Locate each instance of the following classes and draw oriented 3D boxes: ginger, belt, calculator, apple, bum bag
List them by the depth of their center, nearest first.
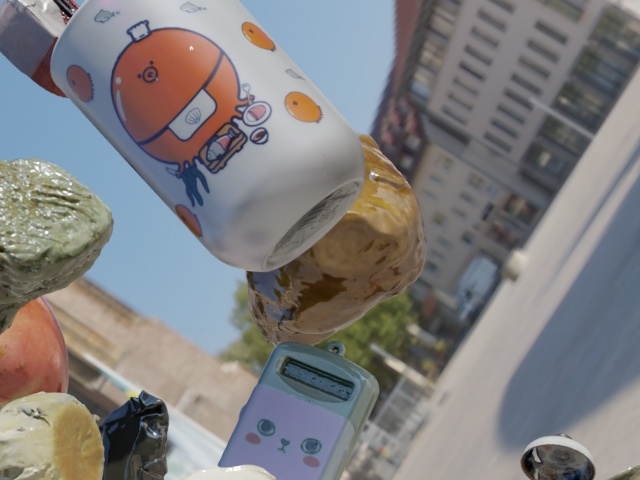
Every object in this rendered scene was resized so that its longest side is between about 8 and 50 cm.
[{"bbox_3d":[-0.030,0.225,1.443,0.246,0.141,0.045,-63,-25,-13],"label":"calculator"},{"bbox_3d":[0.000,0.003,1.562,0.269,0.223,0.200,-26,34,15],"label":"ginger"},{"bbox_3d":[-0.439,-0.341,2.063,0.124,0.201,0.128,-49,-6,29],"label":"belt"},{"bbox_3d":[-0.599,0.205,2.099,0.364,0.364,0.364,-55,-8,-12],"label":"apple"},{"bbox_3d":[-0.328,0.426,2.204,0.080,0.142,0.326,21,-113,-55],"label":"bum bag"}]

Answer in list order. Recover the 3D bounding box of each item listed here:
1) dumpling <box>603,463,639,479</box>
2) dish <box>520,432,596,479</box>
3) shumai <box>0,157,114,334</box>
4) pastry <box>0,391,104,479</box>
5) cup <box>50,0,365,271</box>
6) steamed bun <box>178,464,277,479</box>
[{"bbox_3d":[0.499,0.358,1.658,0.086,0.332,0.166,-96,14,-70],"label":"dumpling"},{"bbox_3d":[0.451,0.399,2.376,0.141,0.141,0.078,115,177,-45],"label":"dish"},{"bbox_3d":[-0.429,0.013,1.785,0.261,0.225,0.222,-15,-37,-21],"label":"shumai"},{"bbox_3d":[-0.316,0.253,1.477,0.088,0.165,0.166,-14,12,24],"label":"pastry"},{"bbox_3d":[-0.109,-0.130,1.365,0.212,0.317,0.212,-40,-12,-10],"label":"cup"},{"bbox_3d":[-0.094,0.307,1.234,0.183,0.183,0.106,-50,-40,-41],"label":"steamed bun"}]
